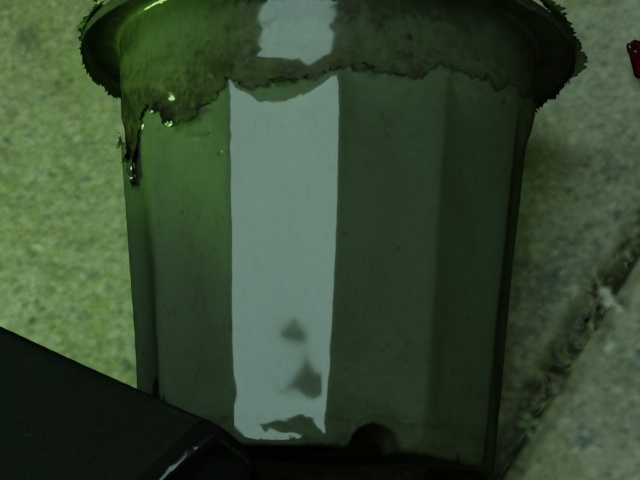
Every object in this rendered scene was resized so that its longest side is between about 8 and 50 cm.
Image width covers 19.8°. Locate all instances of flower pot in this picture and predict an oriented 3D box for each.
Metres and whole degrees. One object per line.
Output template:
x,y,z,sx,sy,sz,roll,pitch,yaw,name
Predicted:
0.000,0.000,0.996,0.290,0.290,0.259,-2,73,17,flower pot

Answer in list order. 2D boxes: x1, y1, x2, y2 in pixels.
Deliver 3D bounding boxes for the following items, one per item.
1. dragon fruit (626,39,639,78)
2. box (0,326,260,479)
0.245,-0.145,1.097,0.131,0.063,0.097,-12,61,12,dragon fruit
-0.186,0.191,0.912,0.345,0.204,0.251,19,61,45,box
